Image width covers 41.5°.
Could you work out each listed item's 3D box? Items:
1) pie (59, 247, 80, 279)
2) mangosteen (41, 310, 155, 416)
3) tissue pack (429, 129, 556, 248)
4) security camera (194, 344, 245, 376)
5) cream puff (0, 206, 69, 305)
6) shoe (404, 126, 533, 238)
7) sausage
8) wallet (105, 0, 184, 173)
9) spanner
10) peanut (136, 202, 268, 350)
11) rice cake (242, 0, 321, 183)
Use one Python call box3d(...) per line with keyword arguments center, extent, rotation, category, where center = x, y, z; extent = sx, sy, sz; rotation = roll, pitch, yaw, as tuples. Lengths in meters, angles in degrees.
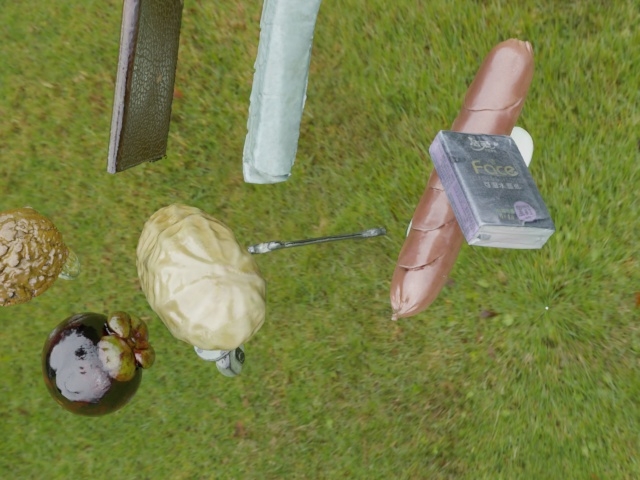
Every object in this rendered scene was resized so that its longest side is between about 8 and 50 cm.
box3d(center=(-0.466, 0.038, 1.510), extent=(0.021, 0.084, 0.084), rotation=(-41, 76, 24), category="pie")
box3d(center=(-0.414, 0.226, 1.567), extent=(0.209, 0.210, 0.210), rotation=(-1, 85, 15), category="mangosteen")
box3d(center=(0.205, -0.063, 1.027), extent=(0.051, 0.112, 0.156), rotation=(119, 145, -44), category="tissue pack")
box3d(center=(-0.117, 0.137, 1.061), extent=(0.058, 0.092, 0.058), rotation=(-6, 68, 15), category="security camera")
box3d(center=(-0.449, 0.032, 1.245), extent=(0.115, 0.150, 0.165), rotation=(54, 132, 20), category="cream puff")
box3d(center=(0.229, -0.081, 1.374), extent=(0.095, 0.110, 0.265), rotation=(41, 89, -17), category="shoe")
box3d(center=(0.192, -0.084, 1.164), extent=(0.088, 0.088, 0.433), rotation=(23, 82, 16), category="sausage")
box3d(center=(-0.239, -0.218, 1.143), extent=(0.039, 0.133, 0.243), rotation=(16, 112, 16), category="wallet")
box3d(center=(0.000, 0.000, 1.262), extent=(0.054, 0.254, 0.015), rotation=(-13, 86, 48), category="spanner")
box3d(center=(-0.099, 0.022, 0.650), extent=(0.083, 0.194, 0.093), rotation=(-35, 120, -9), category="peanut")
box3d(center=(-0.047, -0.218, 1.046), extent=(0.066, 0.063, 0.336), rotation=(0, 120, -20), category="rice cake")
